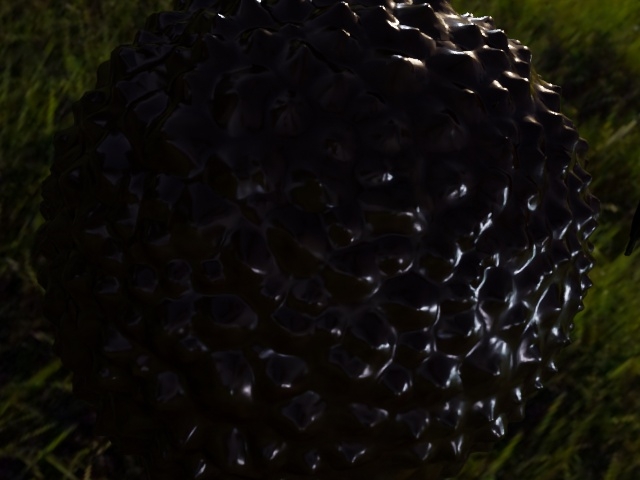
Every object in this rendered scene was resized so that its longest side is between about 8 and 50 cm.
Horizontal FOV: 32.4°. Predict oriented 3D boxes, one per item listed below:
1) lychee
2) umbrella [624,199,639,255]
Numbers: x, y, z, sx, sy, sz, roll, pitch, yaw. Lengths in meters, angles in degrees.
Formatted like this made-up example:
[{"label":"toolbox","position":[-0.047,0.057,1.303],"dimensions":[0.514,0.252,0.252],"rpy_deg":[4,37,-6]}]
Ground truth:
[{"label":"lychee","position":[0.000,0.000,0.546],"dimensions":[0.304,0.276,0.275],"rpy_deg":[19,36,-56]},{"label":"umbrella","position":[0.135,-0.040,0.406],"dimensions":[0.022,0.148,0.022],"rpy_deg":[-10,46,-14]}]
